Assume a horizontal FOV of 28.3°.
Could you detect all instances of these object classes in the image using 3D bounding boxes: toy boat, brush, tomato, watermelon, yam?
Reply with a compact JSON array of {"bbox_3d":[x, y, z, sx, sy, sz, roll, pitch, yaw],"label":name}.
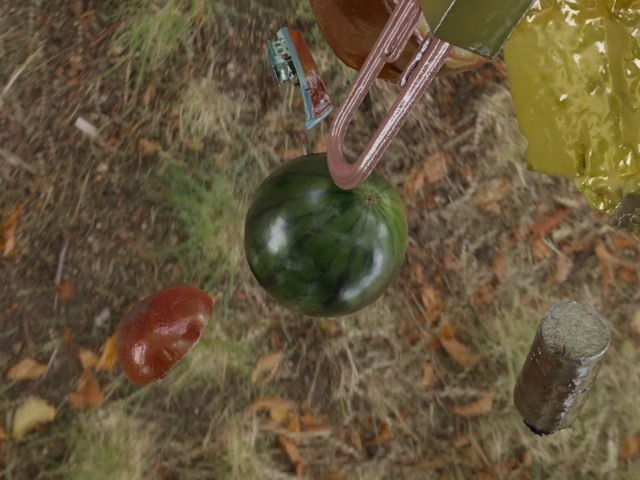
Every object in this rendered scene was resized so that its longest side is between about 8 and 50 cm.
[{"bbox_3d":[-0.031,-0.225,1.769,0.058,0.173,0.069,-21,149,-2],"label":"toy boat"},{"bbox_3d":[0.057,-0.123,0.722,0.047,0.103,0.233,13,128,-30],"label":"brush"},{"bbox_3d":[-0.219,0.116,1.682,0.155,0.155,0.069,-39,114,10],"label":"tomato"},{"bbox_3d":[0.000,0.000,1.446,0.188,0.188,0.214,34,140,-12],"label":"watermelon"},{"bbox_3d":[0.245,0.133,1.304,0.079,0.079,0.141,5,140,-4],"label":"yam"}]

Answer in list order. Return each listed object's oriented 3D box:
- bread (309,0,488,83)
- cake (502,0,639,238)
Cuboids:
[{"bbox_3d":[0.082,-0.315,1.205,0.114,0.295,0.328,-1,105,37],"label":"bread"},{"bbox_3d":[0.273,-0.135,0.870,0.227,0.222,0.286,-19,101,-38],"label":"cake"}]
